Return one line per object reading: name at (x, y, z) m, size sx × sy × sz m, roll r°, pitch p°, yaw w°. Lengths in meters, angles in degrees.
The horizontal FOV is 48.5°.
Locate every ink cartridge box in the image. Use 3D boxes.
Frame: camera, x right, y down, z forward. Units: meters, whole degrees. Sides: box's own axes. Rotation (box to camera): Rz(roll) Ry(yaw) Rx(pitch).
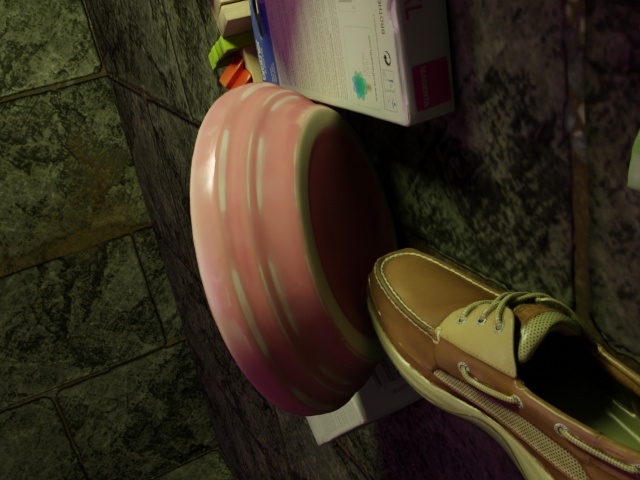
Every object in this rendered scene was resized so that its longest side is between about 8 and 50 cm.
ink cartridge box at (0.011, -0.229, 0.697) m, size 0.311 × 0.065 × 0.185 m, roll 30°, pitch 135°, yaw 56°

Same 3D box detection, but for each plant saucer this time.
plant saucer at (0.000, 0.000, 0.700) m, size 0.332 × 0.084 × 0.332 m, roll 44°, pitch -141°, yaw -51°

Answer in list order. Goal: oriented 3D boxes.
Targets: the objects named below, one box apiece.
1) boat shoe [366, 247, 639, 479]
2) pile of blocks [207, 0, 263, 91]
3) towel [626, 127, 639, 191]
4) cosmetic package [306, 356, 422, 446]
boat shoe at (0.164, 0.094, 0.560) m, size 0.324 × 0.123 × 0.119 m, roll 41°, pitch 141°, yaw 38°
pile of blocks at (-0.118, -0.310, 0.875) m, size 0.149 × 0.113 × 0.362 m, roll 36°, pitch 141°, yaw 56°
towel at (0.217, -0.060, 0.334) m, size 0.152 × 0.023 × 0.113 m, roll 33°, pitch 115°, yaw 58°
cosmetic package at (0.056, 0.193, 0.908) m, size 0.085 × 0.117 × 0.231 m, roll 64°, pitch 160°, yaw 17°
